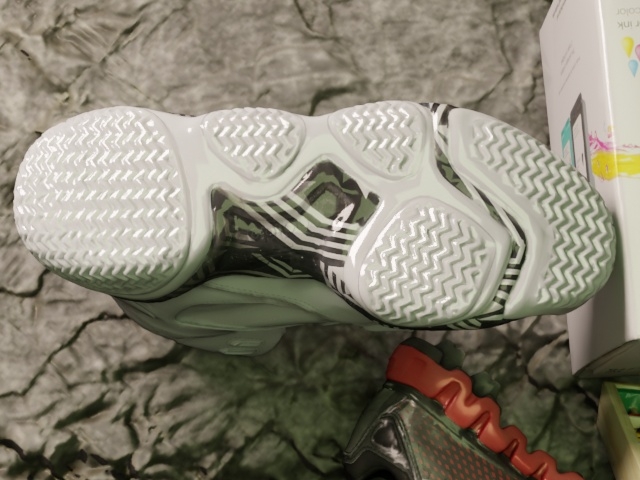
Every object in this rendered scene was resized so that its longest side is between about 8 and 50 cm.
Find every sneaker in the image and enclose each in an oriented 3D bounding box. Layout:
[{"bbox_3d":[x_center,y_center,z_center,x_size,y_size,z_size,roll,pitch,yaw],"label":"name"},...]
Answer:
[{"bbox_3d":[0.000,0.000,0.909,0.366,0.210,0.137,4,77,4],"label":"sneaker"},{"bbox_3d":[0.127,0.195,0.928,0.276,0.097,0.135,41,79,10],"label":"sneaker"}]

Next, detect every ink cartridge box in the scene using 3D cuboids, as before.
[{"bbox_3d":[0.271,-0.053,0.935,0.198,0.197,0.270,-3,78,-1],"label":"ink cartridge box"}]

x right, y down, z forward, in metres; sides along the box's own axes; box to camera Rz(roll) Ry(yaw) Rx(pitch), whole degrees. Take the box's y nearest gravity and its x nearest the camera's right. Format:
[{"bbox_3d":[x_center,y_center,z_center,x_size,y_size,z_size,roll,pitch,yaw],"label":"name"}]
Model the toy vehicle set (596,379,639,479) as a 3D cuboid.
[{"bbox_3d":[0.326,0.151,0.908,0.267,0.166,0.035,6,106,0],"label":"toy vehicle set"}]
